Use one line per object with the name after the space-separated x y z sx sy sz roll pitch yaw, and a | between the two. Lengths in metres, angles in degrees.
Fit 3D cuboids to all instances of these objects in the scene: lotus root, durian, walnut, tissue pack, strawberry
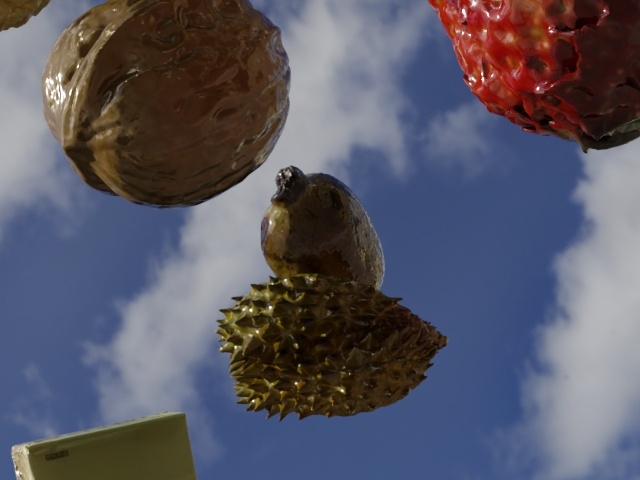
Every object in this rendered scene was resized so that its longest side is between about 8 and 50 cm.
0.000 0.000 1.461 0.145 0.128 0.260 -60 -35 -26 | lotus root
-0.008 0.119 1.401 0.260 0.154 0.186 -23 -75 18 | durian
-0.131 -0.122 0.990 0.213 0.213 0.213 -11 -50 -14 | walnut
-0.294 0.336 1.620 0.234 0.125 0.159 -8 -94 -26 | tissue pack
0.170 -0.202 0.766 0.239 0.288 0.250 -27 -17 -10 | strawberry

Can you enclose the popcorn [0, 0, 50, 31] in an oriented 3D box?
-0.385 -0.319 1.365 0.180 0.180 0.170 -8 -46 -16 | popcorn
